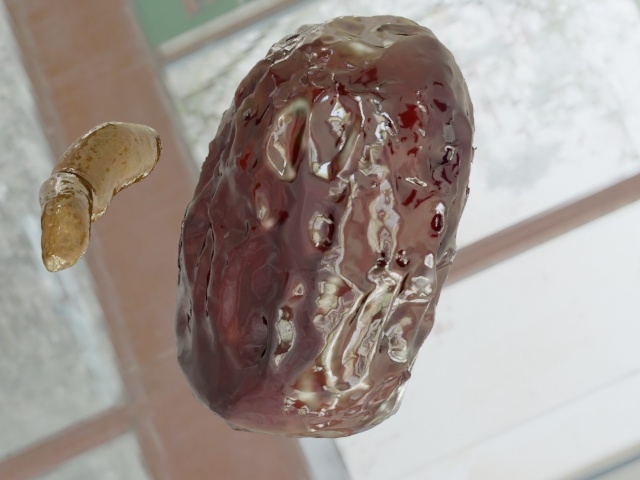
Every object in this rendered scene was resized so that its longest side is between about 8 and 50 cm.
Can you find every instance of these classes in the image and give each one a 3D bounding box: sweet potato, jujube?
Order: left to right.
[{"bbox_3d":[-0.113,-0.028,0.876,0.044,0.044,0.179,64,18,-13],"label":"sweet potato"},{"bbox_3d":[0.000,0.000,1.484,0.258,0.258,0.376,-108,-158,-59],"label":"jujube"}]
